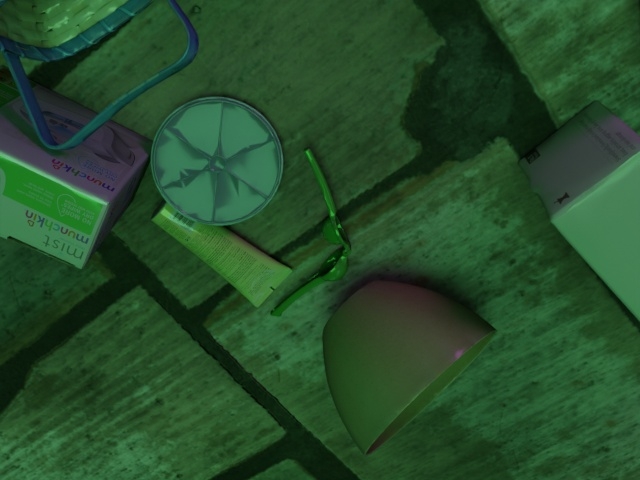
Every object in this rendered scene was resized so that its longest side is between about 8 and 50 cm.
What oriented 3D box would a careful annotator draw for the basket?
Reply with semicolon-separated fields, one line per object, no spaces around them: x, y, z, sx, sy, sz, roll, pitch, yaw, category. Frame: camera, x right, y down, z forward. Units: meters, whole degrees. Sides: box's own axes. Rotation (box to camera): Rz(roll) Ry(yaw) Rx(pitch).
-0.315;-0.292;0.844;0.255;0.201;0.288;-31;89;16;basket

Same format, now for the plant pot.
0.113;0.176;1.066;0.191;0.284;0.284;46;116;19;plant pot

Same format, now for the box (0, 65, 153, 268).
-0.405;-0.109;0.947;0.262;0.231;0.126;27;116;-9;box

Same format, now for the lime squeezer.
0.000;0.000;1.081;0.110;0.059;0.310;18;119;11;lime squeezer

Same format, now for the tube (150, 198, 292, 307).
-0.167;0.014;1.096;0.240;0.062;0.070;38;145;-18;tube

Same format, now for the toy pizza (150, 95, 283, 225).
-0.158;-0.121;1.023;0.201;0.032;0.201;-2;109;-6;toy pizza

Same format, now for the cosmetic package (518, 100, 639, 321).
0.477;0.005;0.964;0.156;0.217;0.385;-39;111;21;cosmetic package
